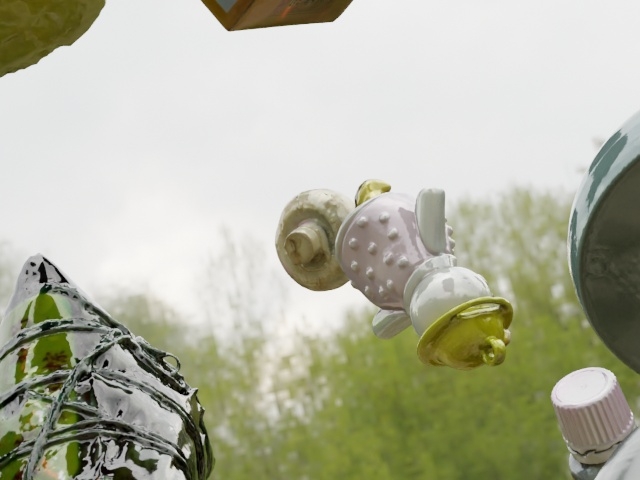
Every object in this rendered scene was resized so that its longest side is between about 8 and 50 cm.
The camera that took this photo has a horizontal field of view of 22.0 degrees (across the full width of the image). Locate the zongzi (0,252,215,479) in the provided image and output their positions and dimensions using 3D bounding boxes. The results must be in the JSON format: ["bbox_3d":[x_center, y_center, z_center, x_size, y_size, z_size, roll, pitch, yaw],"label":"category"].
[{"bbox_3d":[-0.268,0.253,1.540,0.362,0.319,0.383,-33,23,10],"label":"zongzi"}]

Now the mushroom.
[{"bbox_3d":[0.000,0.000,1.326,0.083,0.084,0.067,-24,1,30],"label":"mushroom"}]

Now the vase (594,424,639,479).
[{"bbox_3d":[0.242,0.266,1.272,0.173,0.173,0.321,-28,-1,38],"label":"vase"}]

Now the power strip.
[{"bbox_3d":[0.250,0.023,1.028,0.167,0.054,0.253,-30,-62,23],"label":"power strip"}]

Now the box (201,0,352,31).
[{"bbox_3d":[-0.139,-0.436,1.953,0.116,0.415,0.264,-48,-14,28],"label":"box"}]

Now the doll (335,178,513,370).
[{"bbox_3d":[0.074,0.027,1.191,0.081,0.207,0.129,1,-59,-33],"label":"doll"}]

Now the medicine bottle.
[{"bbox_3d":[0.285,0.220,1.593,0.083,0.203,0.083,-18,26,9],"label":"medicine bottle"}]

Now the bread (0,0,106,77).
[{"bbox_3d":[-0.345,-0.330,1.464,0.348,0.308,0.348,-3,-34,-2],"label":"bread"}]
